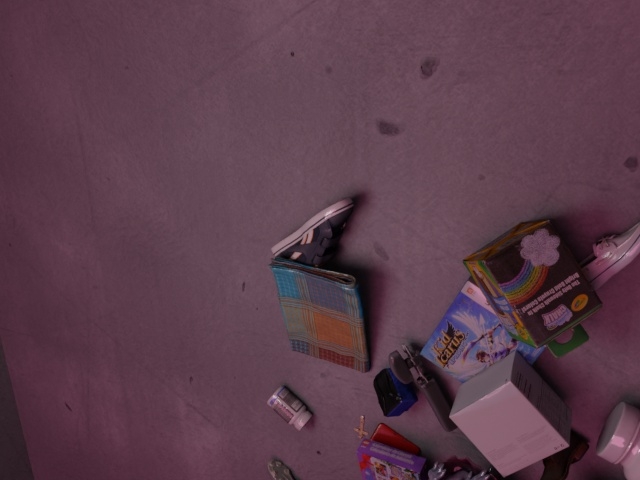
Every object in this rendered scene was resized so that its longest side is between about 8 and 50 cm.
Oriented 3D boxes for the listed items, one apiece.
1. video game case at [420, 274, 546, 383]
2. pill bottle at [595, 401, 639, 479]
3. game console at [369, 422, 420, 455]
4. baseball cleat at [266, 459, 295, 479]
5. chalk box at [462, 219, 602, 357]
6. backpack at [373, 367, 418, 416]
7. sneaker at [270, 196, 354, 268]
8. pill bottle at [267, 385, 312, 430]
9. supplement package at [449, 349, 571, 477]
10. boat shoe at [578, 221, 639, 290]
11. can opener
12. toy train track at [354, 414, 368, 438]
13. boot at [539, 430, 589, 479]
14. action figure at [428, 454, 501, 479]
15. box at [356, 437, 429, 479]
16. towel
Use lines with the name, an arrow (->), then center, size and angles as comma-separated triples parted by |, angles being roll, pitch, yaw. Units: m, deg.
video game case -> 0.424, 0.259, 1.580 | 0.244, 0.061, 0.269 | 34, 120, 15
pill bottle -> 0.814, 0.508, 1.378 | 0.334, 0.188, 0.188 | 27, 118, 19
game console -> 0.213, 0.641, 1.858 | 0.144, 0.085, 0.124 | 31, 151, 16
baseball cleat -> -0.114, 0.838, 2.074 | 0.206, 0.072, 0.109 | 41, 128, 15
chalk box -> 0.490, 0.121, 1.392 | 0.180, 0.179, 0.289 | -31, 91, -1
backpack -> 0.209, 0.425, 1.736 | 0.098, 0.101, 0.120 | -51, 47, 29
sneaker -> 0.000, 0.000, 1.685 | 0.321, 0.126, 0.127 | -36, 84, 44
pill bottle -> -0.096, 0.535, 1.951 | 0.137, 0.078, 0.078 | 40, 122, 11
supplement package -> 0.463, 0.421, 1.495 | 0.203, 0.149, 0.194 | 48, 121, 0
boat shoe -> 0.641, 0.030, 1.366 | 0.076, 0.083, 0.226 | 39, 122, 10
can opener -> 0.282, 0.403, 1.684 | 0.093, 0.074, 0.280 | -33, 99, 1
toy train track -> 0.124, 0.574, 1.883 | 0.048, 0.014, 0.083 | 13, 113, 24
boot -> 0.565, 0.544, 1.526 | 0.106, 0.219, 0.082 | 45, 146, 19
action figure -> 0.452, 0.704, 1.582 | 0.276, 0.248, 0.370 | -48, 121, 1
box -> 0.226, 0.724, 1.800 | 0.201, 0.057, 0.293 | 8, 126, 31
towel -> 0.003, 0.219, 1.737 | 0.271, 0.040, 0.370 | 12, 133, 26
